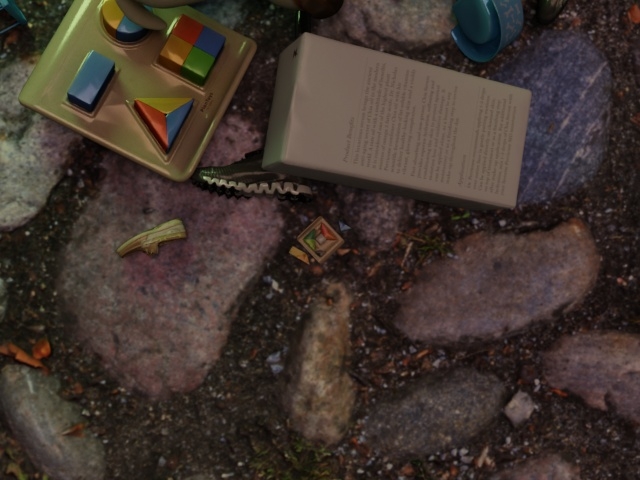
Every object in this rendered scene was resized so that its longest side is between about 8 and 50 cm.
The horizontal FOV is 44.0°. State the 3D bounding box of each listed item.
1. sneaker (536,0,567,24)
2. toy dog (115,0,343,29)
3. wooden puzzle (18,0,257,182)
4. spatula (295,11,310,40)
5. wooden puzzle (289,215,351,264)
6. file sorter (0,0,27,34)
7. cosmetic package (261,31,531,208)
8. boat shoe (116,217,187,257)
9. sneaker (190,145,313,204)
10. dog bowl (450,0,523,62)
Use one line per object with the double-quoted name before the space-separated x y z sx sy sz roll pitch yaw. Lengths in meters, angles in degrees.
"sneaker" 0.452 -0.569 1.594 0.130 0.109 0.286 11 77 0
"toy dog" -0.134 -0.501 1.332 0.408 0.284 0.395 1 127 -24
"wooden puzzle" -0.332 -0.320 1.464 0.348 0.080 0.322 26 77 -5
"spatula" -0.033 -0.521 1.555 0.084 0.030 0.296 0 88 -4
"wooden puzzle" 0.000 0.000 1.545 0.078 0.014 0.116 40 83 -4
"file sorter" -0.634 -0.458 1.433 0.104 0.118 0.170 -31 92 -4
"cosmetic package" 0.141 -0.203 1.460 0.453 0.161 0.230 11 87 -18
"boat shoe" -0.315 0.004 1.486 0.135 0.050 0.045 -26 86 -8
"sneaker" -0.128 -0.132 1.507 0.234 0.078 0.106 5 78 -6
"dog bowl" 0.293 -0.497 1.536 0.074 0.166 0.297 -27 91 -19
